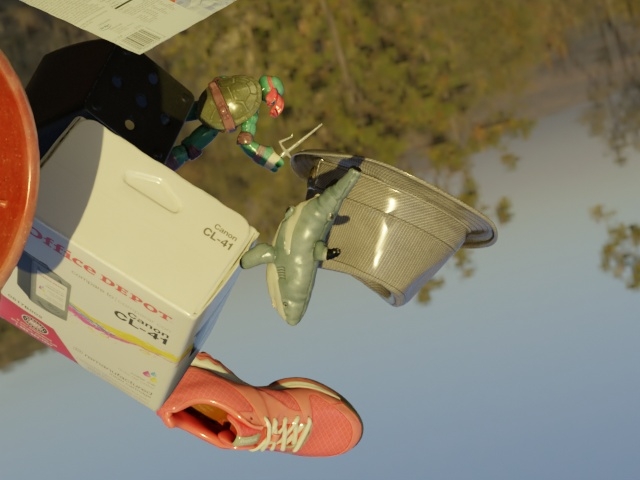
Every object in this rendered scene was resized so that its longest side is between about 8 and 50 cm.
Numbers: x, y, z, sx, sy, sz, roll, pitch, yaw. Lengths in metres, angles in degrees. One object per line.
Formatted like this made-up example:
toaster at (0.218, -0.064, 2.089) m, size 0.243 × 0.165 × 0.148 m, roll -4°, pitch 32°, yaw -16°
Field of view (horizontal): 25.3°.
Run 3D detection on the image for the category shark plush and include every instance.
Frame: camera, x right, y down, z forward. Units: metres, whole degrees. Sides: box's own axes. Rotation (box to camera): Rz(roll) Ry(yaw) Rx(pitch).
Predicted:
shark plush at (0.000, 0.000, 1.321) m, size 0.161 × 0.067 × 0.073 m, roll -50°, pitch 142°, yaw 16°

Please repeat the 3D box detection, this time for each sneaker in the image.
sneaker at (-0.089, 0.252, 1.940) m, size 0.314 × 0.116 × 0.136 m, roll 16°, pitch -157°, yaw -14°

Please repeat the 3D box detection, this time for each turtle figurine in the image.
turtle figurine at (-0.128, -0.173, 1.965) m, size 0.234 × 0.175 × 0.118 m, roll -21°, pitch 143°, yaw 1°

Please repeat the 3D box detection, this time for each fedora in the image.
fedora at (0.061, -0.004, 1.619) m, size 0.244 × 0.124 × 0.275 m, roll 28°, pitch 174°, yaw -25°

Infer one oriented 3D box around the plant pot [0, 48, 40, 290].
plant pot at (-0.415, -0.063, 1.140) m, size 0.265 × 0.272 × 0.272 m, roll 10°, pitch -164°, yaw 38°

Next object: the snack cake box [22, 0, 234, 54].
snack cake box at (-0.140, -0.274, 1.285) m, size 0.152 × 0.089 × 0.264 m, roll 23°, pitch 150°, yaw -40°

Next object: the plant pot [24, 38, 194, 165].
plant pot at (-0.272, -0.149, 1.810) m, size 0.167 × 0.188 × 0.187 m, roll -26°, pitch -146°, yaw 46°

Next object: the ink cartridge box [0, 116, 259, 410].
ink cartridge box at (-0.216, 0.036, 1.525) m, size 0.131 × 0.226 × 0.306 m, roll -57°, pitch 178°, yaw -27°
